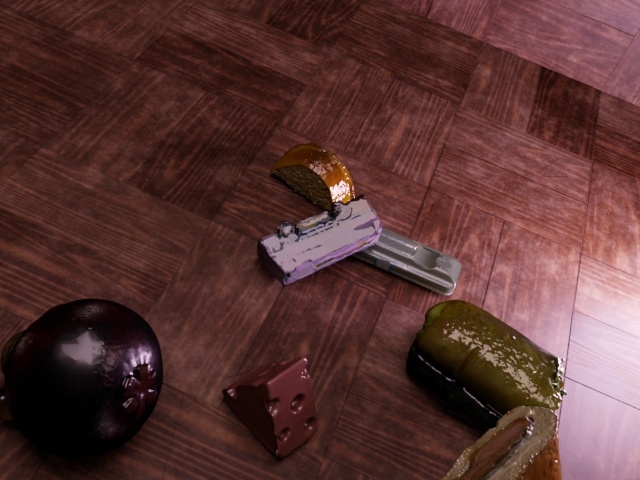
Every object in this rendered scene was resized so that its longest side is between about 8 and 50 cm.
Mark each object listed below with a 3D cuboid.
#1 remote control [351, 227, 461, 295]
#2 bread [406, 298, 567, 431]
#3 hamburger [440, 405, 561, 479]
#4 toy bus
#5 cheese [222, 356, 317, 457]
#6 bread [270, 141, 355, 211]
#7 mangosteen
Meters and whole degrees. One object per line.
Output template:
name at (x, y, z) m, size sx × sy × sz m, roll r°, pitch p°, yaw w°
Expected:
remote control at (0.217, 0.034, 2.085) m, size 0.335 × 0.066 × 0.128 m, roll 23°, pitch 42°, yaw 3°
bread at (0.392, 0.292, 1.815) m, size 0.376 × 0.208 × 0.251 m, roll 33°, pitch 41°, yaw 18°
hamburger at (0.397, 0.513, 1.592) m, size 0.330 × 0.209 × 0.162 m, roll -37°, pitch 22°, yaw -30°
toy bus at (0.000, 0.000, 1.975) m, size 0.316 × 0.112 × 0.138 m, roll -25°, pitch 66°, yaw -17°
cheese at (-0.118, 0.327, 1.633) m, size 0.177 × 0.203 × 0.128 m, roll 18°, pitch 38°, yaw 41°
bread at (-0.009, -0.194, 2.175) m, size 0.260 × 0.134 × 0.129 m, roll 34°, pitch 47°, yaw 13°
mangosteen at (-0.474, 0.256, 1.494) m, size 0.346 × 0.307 × 0.307 m, roll 8°, pitch 37°, yaw 31°
